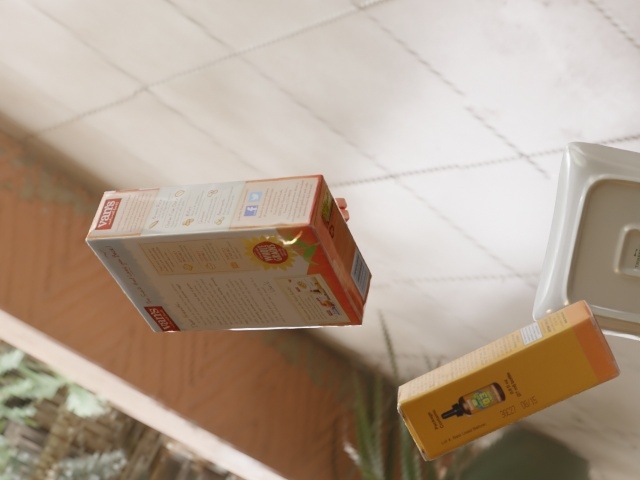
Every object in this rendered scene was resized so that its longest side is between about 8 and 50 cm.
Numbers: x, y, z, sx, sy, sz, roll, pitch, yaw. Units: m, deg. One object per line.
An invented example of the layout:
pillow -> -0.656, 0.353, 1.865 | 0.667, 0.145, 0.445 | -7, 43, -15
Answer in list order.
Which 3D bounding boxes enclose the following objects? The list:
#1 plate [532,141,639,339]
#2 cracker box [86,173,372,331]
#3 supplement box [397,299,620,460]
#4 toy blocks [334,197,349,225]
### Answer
plate -> 0.464, 0.016, 1.726 | 0.278, 0.277, 0.045 | 10, -167, 7
cracker box -> -0.085, 0.017, 1.158 | 0.232, 0.067, 0.155 | -4, 141, 21
supplement box -> 0.202, 0.153, 1.322 | 0.078, 0.233, 0.080 | 63, -172, -10
toy blocks -> 0.000, 0.000, 1.322 | 0.054, 0.123, 0.148 | 33, 135, -3
